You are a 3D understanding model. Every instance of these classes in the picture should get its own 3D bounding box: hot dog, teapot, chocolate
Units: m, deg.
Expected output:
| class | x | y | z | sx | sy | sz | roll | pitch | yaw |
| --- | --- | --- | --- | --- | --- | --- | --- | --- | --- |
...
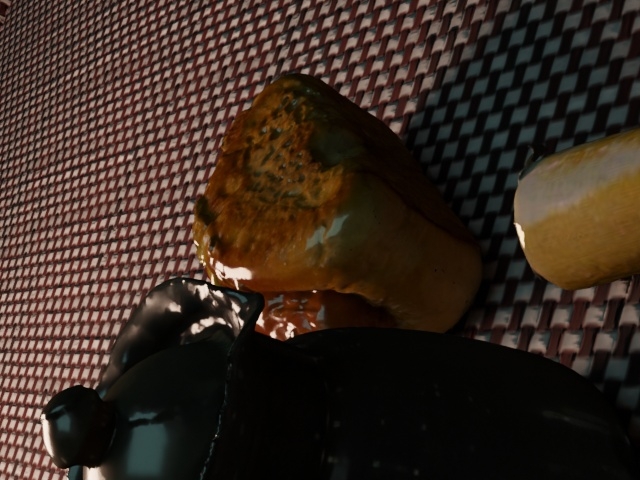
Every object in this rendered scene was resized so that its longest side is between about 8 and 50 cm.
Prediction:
| class | x | y | z | sx | sy | sz | roll | pitch | yaw |
| --- | --- | --- | --- | --- | --- | --- | --- | --- | --- |
| hot dog | 0.000 | 0.000 | 1.082 | 0.153 | 0.150 | 0.256 | -50 | 28 | 12 |
| teapot | -0.030 | 0.145 | 0.831 | 0.305 | 0.285 | 0.223 | -36 | 39 | 48 |
| chocolate | 0.192 | -0.029 | 0.793 | 0.219 | 0.086 | 0.085 | -17 | 54 | 55 |
